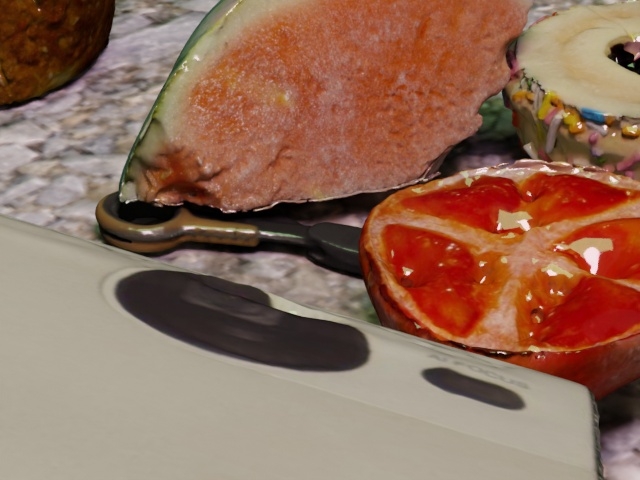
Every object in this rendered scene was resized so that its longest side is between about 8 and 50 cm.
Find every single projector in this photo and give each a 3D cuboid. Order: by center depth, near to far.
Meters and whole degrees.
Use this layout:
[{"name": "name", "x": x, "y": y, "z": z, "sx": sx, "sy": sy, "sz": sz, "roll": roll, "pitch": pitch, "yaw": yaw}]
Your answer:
[{"name": "projector", "x": -0.089, "y": 0.132, "z": 0.401, "sx": 0.249, "sy": 0.248, "sz": 0.248, "roll": 16, "pitch": 14, "yaw": 4}]

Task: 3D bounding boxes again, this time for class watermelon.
[{"name": "watermelon", "x": -0.012, "y": -0.097, "z": 0.960, "sx": 0.231, "sy": 0.128, "sz": 0.146, "roll": -9, "pitch": 13, "yaw": -20}]

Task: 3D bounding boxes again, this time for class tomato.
[{"name": "tomato", "x": 0.093, "y": 0.029, "z": 0.800, "sx": 0.155, "sy": 0.069, "sz": 0.156, "roll": -2, "pitch": 34, "yaw": 1}]

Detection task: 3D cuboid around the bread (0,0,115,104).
[{"name": "bread", "x": -0.166, "y": -0.177, "z": 1.015, "sx": 0.103, "sy": 0.172, "sz": 0.132, "roll": 17, "pitch": 35, "yaw": 19}]

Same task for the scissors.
[{"name": "scissors", "x": 0.000, "y": 0.000, "z": 0.891, "sx": 0.220, "sy": 0.017, "sz": 0.088, "roll": 14, "pitch": 31, "yaw": 18}]

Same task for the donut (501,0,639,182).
[{"name": "donut", "x": 0.178, "y": -0.070, "z": 0.963, "sx": 0.174, "sy": 0.068, "sz": 0.175, "roll": 0, "pitch": 31, "yaw": 0}]
